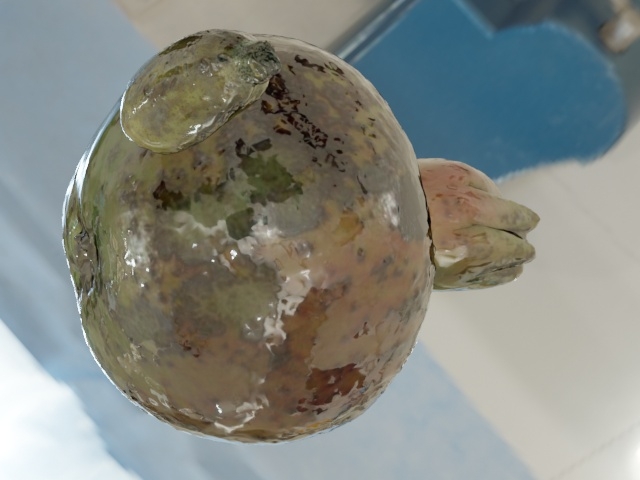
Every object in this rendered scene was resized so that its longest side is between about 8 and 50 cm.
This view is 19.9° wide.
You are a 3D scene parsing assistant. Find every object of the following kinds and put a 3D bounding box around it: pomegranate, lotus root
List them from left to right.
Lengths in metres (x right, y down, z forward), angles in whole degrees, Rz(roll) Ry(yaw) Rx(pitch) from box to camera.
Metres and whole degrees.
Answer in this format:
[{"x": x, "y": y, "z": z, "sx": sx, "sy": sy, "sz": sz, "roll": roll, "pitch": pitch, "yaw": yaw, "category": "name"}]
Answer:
[{"x": -0.059, "y": -0.077, "z": 0.898, "sx": 0.099, "sy": 0.054, "sz": 0.049, "roll": -24, "pitch": 100, "yaw": 38, "category": "lotus root"}, {"x": 0.000, "y": 0.000, "z": 1.245, "sx": 0.285, "sy": 0.341, "sz": 0.285, "roll": 176, "pitch": 90, "yaw": -64, "category": "pomegranate"}]
